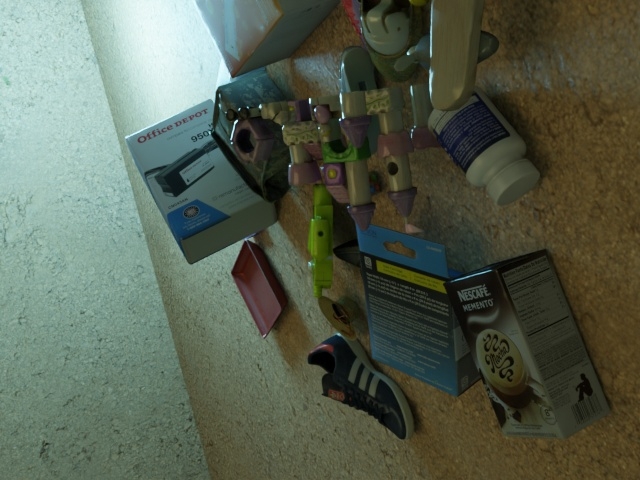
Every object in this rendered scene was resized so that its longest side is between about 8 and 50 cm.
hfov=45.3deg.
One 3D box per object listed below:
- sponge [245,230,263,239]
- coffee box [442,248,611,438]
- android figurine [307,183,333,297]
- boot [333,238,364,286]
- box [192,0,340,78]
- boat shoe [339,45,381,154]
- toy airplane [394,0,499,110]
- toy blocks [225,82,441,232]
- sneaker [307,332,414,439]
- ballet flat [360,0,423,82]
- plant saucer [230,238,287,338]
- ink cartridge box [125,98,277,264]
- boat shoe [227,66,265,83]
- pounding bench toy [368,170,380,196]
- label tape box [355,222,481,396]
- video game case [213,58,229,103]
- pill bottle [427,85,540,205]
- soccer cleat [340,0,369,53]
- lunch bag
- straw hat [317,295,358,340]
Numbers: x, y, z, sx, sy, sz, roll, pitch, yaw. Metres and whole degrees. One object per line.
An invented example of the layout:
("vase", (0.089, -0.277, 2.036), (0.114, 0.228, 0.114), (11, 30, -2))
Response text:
("sponge", (-0.242, -0.112, 2.369), (0.117, 0.031, 0.210), (-21, 89, 64))
("coffee box", (0.351, 0.180, 1.326), (0.168, 0.119, 0.297), (-29, 82, 64))
("android figurine", (0.000, 0.000, 1.835), (0.248, 0.056, 0.272), (-121, 33, -85))
("boot", (0.115, 0.101, 1.799), (0.190, 0.076, 0.208), (2, 116, 64))
("box", (-0.120, -0.533, 1.667), (0.214, 0.168, 0.345), (63, 154, -1))
("boat shoe", (0.084, -0.292, 1.585), (0.081, 0.079, 0.227), (-108, 8, -67))
("toy airplane", (0.191, -0.443, 1.111), (0.386, 0.272, 0.384), (-48, 71, 21))
("toy blocks", (0.041, -0.137, 1.407), (0.289, 0.309, 0.259), (1, 103, 37))
("sneaker", (0.090, 0.384, 1.935), (0.350, 0.148, 0.131), (46, 145, 40))
("ballet flat", (0.116, -0.435, 1.341), (0.123, 0.123, 0.348), (38, 138, 48))
("plant saucer", (-0.191, 0.152, 2.433), (0.259, 0.048, 0.258), (61, 152, 18))
("ink cartridge box", (-0.344, -0.175, 2.201), (0.394, 0.286, 0.166), (57, 166, 25))
("boat shoe", (-0.201, -0.467, 1.979), (0.088, 0.096, 0.267), (52, 147, 41))
("pounding bench toy", (0.100, -0.122, 1.687), (0.065, 0.083, 0.052), (-17, 96, 33))
("label tape box", (0.203, 0.116, 1.542), (0.241, 0.106, 0.333), (18, 125, 45))
("video game case", (-0.235, -0.385, 2.175), (0.226, 0.026, 0.206), (59, 152, 22))
("pill bottle", (0.271, -0.153, 1.260), (0.186, 0.112, 0.112), (58, 151, 24))
("soccer cleat", (0.067, -0.460, 1.463), (0.083, 0.095, 0.247), (-2, 106, 63))
("lunch bag", (-0.163, -0.249, 1.966), (0.235, 0.169, 0.287), (54, 154, 17))
("straw hat", (0.062, 0.180, 1.949), (0.144, 0.061, 0.144), (42, 156, 24))
